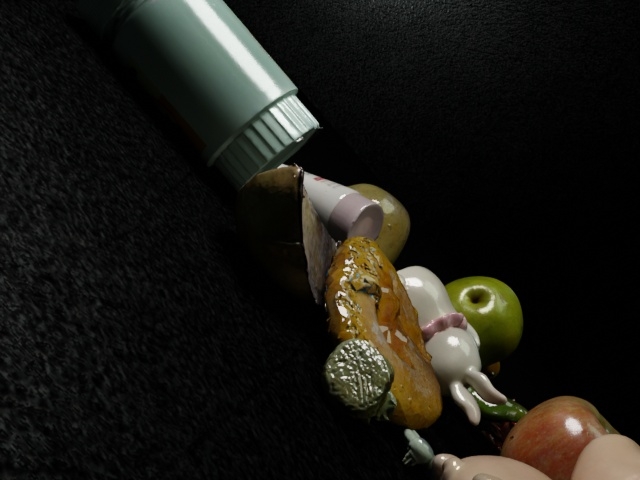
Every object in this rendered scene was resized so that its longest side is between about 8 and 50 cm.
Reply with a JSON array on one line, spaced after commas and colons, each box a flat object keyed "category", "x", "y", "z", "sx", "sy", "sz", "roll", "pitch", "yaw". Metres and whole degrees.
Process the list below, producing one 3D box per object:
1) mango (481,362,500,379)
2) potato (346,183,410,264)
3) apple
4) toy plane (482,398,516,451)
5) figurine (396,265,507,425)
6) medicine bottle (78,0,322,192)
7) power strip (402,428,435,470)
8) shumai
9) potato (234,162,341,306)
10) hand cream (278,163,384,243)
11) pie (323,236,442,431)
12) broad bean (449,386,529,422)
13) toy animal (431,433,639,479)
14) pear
[{"category": "mango", "x": 0.282, "y": 0.199, "z": 1.755, "sx": 0.190, "sy": 0.075, "sz": 0.098, "roll": 53, "pitch": -6, "yaw": 42}, {"category": "potato", "x": 0.107, "y": -0.030, "z": 1.672, "sx": 0.202, "sy": 0.117, "sz": 0.182, "roll": 50, "pitch": 10, "yaw": -37}, {"category": "apple", "x": 0.350, "y": 0.323, "z": 1.278, "sx": 0.188, "sy": 0.174, "sz": 0.188, "roll": 43, "pitch": 16, "yaw": -15}, {"category": "toy plane", "x": 0.329, "y": 0.339, "z": 1.431, "sx": 0.194, "sy": 0.077, "sz": 0.126, "roll": 51, "pitch": -3, "yaw": 5}, {"category": "figurine", "x": 0.167, "y": 0.158, "z": 1.272, "sx": 0.236, "sy": 0.127, "sz": 0.155, "roll": 54, "pitch": -14, "yaw": 22}, {"category": "medicine bottle", "x": -0.153, "y": -0.222, "z": 1.170, "sx": 0.318, "sy": 0.158, "sz": 0.158, "roll": 50, "pitch": 10, "yaw": 1}, {"category": "power strip", "x": 0.105, "y": 0.235, "z": 0.992, "sx": 0.055, "sy": 0.035, "sz": 0.083, "roll": 52, "pitch": -3, "yaw": 12}, {"category": "shumai", "x": 0.037, "y": 0.154, "z": 0.930, "sx": 0.080, "sy": 0.082, "sz": 0.083, "roll": 104, "pitch": -28, "yaw": -55}, {"category": "potato", "x": -0.047, "y": 0.014, "z": 1.042, "sx": 0.261, "sy": 0.100, "sz": 0.120, "roll": 63, "pitch": 31, "yaw": -68}, {"category": "hand cream", "x": -0.017, "y": -0.068, "z": 1.388, "sx": 0.247, "sy": 0.083, "sz": 0.133, "roll": 32, "pitch": -4, "yaw": 33}, {"category": "pie", "x": 0.077, "y": 0.113, "z": 1.093, "sx": 0.273, "sy": 0.069, "sz": 0.273, "roll": 58, "pitch": 16, "yaw": -27}, {"category": "broad bean", "x": 0.230, "y": 0.236, "z": 1.384, "sx": 0.195, "sy": 0.046, "sz": 0.061, "roll": 27, "pitch": 4, "yaw": 0}, {"category": "toy animal", "x": 0.287, "y": 0.293, "z": 0.916, "sx": 0.345, "sy": 0.247, "sz": 0.277, "roll": 48, "pitch": 8, "yaw": -7}, {"category": "pear", "x": 0.277, "y": 0.164, "z": 1.615, "sx": 0.166, "sy": 0.180, "sz": 0.216, "roll": 47, "pitch": -21, "yaw": 42}]
